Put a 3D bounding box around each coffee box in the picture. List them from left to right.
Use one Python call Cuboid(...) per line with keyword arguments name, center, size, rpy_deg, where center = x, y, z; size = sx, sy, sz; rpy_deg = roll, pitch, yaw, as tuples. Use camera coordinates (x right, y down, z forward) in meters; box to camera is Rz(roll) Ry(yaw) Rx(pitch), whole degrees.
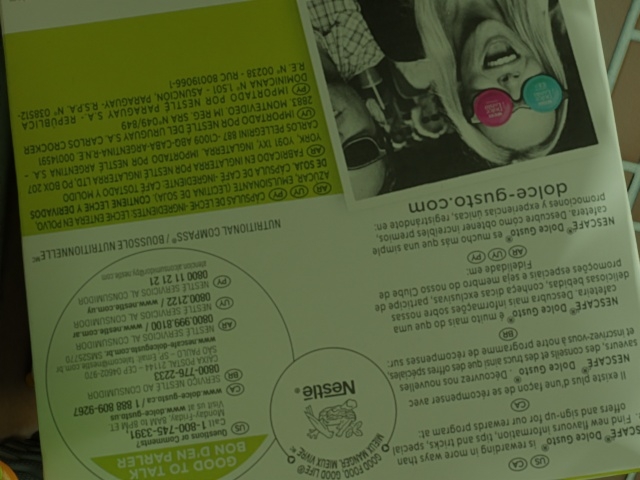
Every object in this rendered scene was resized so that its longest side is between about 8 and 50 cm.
Cuboid(name="coffee box", center=(0.000, 0.000, 0.529), size=(0.337, 0.338, 0.334), rpy_deg=(92, -10, -85))

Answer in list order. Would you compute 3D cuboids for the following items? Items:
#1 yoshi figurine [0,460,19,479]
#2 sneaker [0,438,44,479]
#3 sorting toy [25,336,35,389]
Cuboid(name="yoshi figurine", center=(-0.187, 0.100, 0.184), size=(0.203, 0.203, 0.362), rpy_deg=(-29, 168, -31))
Cuboid(name="sneaker", center=(-0.222, 0.233, 0.584), size=(0.281, 0.105, 0.115), rpy_deg=(106, -2, -83))
Cuboid(name="sorting toy", center=(-0.223, 0.091, 0.599), size=(0.075, 0.045, 0.083), rpy_deg=(-100, -157, -72))
